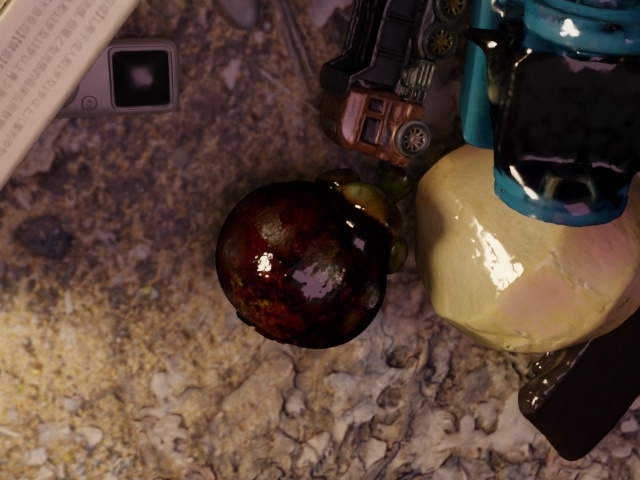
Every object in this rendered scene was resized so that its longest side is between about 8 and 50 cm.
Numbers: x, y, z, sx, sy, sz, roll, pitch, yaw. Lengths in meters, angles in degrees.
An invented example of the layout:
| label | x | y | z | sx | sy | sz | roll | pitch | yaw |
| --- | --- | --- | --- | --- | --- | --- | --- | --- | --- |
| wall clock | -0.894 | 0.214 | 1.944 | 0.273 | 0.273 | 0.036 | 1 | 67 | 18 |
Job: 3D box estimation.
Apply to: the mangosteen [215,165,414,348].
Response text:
| label | x | y | z | sx | sy | sz | roll | pitch | yaw |
| --- | --- | --- | --- | --- | --- | --- | --- | --- | --- |
| mangosteen | -0.005 | 0.010 | 0.805 | 0.172 | 0.172 | 0.184 | 30 | 117 | -26 |

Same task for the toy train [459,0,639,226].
| label | x | y | z | sx | sy | sz | roll | pitch | yaw |
| --- | --- | --- | --- | --- | --- | --- | --- | --- | --- |
| toy train | 0.257 | -0.134 | 0.717 | 0.300 | 0.265 | 0.188 | 5 | 121 | 3 |

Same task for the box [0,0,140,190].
| label | x | y | z | sx | sy | sz | roll | pitch | yaw |
| --- | --- | --- | --- | --- | --- | --- | --- | --- | --- |
| box | -0.248 | -0.081 | 0.641 | 0.065 | 0.200 | 0.343 | 36 | 98 | -24 |

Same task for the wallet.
| label | x | y | z | sx | sy | sz | roll | pitch | yaw |
| --- | --- | --- | --- | --- | --- | --- | --- | --- | --- |
| wallet | 0.301 | 0.148 | 0.985 | 0.182 | 0.049 | 0.229 | -50 | 142 | -1 |

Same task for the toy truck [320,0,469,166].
| label | x | y | z | sx | sy | sz | roll | pitch | yaw |
| --- | --- | --- | --- | --- | --- | --- | --- | --- | --- |
| toy truck | 0.062 | -0.169 | 0.810 | 0.092 | 0.083 | 0.192 | 9 | 105 | -22 |

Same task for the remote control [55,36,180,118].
| label | x | y | z | sx | sy | sz | roll | pitch | yaw |
| --- | --- | --- | --- | --- | --- | --- | --- | --- | --- |
| remote control | -0.247 | -0.132 | 0.745 | 0.260 | 0.029 | 0.067 | -6 | 112 | -17 |

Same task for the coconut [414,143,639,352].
| label | x | y | z | sx | sy | sz | roll | pitch | yaw |
| --- | --- | --- | --- | --- | --- | --- | --- | --- | --- |
| coconut | 0.197 | -0.004 | 0.849 | 0.236 | 0.237 | 0.197 | 26 | 134 | -26 |
